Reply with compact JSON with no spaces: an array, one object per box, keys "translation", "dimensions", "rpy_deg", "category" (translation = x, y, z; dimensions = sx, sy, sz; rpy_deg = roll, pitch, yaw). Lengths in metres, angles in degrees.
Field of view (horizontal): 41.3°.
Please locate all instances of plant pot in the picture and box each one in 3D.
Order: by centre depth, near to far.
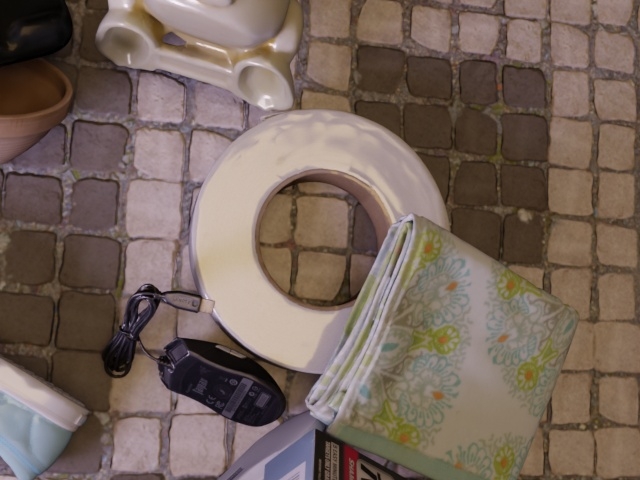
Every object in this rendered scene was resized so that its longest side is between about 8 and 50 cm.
[{"translation":[-0.454,-0.171,1.118],"dimensions":[0.237,0.237,0.109],"rpy_deg":[11,121,-12],"category":"plant pot"}]

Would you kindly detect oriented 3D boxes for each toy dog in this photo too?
[{"translation":[-0.126,-0.439,1.121],"dimensions":[0.285,0.395,0.408],"rpy_deg":[13,78,2],"category":"toy dog"}]

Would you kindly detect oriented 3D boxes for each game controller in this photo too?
[{"translation":[-0.452,-0.378,1.132],"dimensions":[0.166,0.067,0.319],"rpy_deg":[-18,78,-29],"category":"game controller"}]

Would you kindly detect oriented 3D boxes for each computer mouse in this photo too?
[{"translation":[-0.154,0.146,1.160],"dimensions":[0.262,0.184,0.060],"rpy_deg":[21,33,-5],"category":"computer mouse"}]

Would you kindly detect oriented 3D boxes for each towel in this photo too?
[{"translation":[0.190,0.175,1.209],"dimensions":[0.374,0.090,0.320],"rpy_deg":[30,83,-27],"category":"towel"}]

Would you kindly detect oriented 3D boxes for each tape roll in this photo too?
[{"translation":[0.000,0.000,1.248],"dimensions":[0.392,0.072,0.392],"rpy_deg":[2,82,-13],"category":"tape roll"}]

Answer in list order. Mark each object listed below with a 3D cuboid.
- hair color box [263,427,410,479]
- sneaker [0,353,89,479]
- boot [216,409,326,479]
[{"translation":[0.099,0.417,1.100],"dimensions":[0.374,0.113,0.185],"rpy_deg":[34,32,-23],"category":"hair color box"},{"translation":[-0.487,0.186,1.073],"dimensions":[0.366,0.135,0.150],"rpy_deg":[32,73,-7],"category":"sneaker"},{"translation":[-0.070,0.359,1.182],"dimensions":[0.258,0.095,0.123],"rpy_deg":[-39,101,-9],"category":"boot"}]
